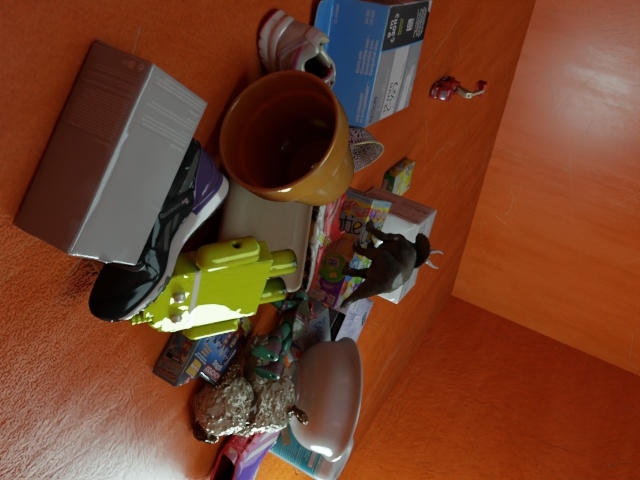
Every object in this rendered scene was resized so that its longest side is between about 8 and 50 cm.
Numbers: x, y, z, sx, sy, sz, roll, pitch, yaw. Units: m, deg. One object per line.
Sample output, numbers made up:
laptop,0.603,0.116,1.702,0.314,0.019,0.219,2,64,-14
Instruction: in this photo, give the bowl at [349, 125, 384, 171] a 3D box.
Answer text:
bowl,0.046,-0.205,1.298,0.170,0.170,0.080,16,53,-69

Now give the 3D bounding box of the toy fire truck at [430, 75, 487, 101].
toy fire truck,0.452,-0.488,1.933,0.192,0.135,0.047,-41,147,-48

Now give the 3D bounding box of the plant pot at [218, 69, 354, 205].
plant pot,-0.033,-0.145,0.990,0.205,0.205,0.188,-64,153,-6

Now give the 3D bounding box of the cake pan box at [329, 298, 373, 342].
cake pan box,0.070,0.286,1.924,0.245,0.070,0.267,-68,159,-1

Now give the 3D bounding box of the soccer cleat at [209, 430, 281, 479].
soccer cleat,-0.185,0.510,1.507,0.318,0.109,0.116,-63,148,-8

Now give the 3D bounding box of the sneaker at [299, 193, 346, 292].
sneaker,0.000,0.000,1.356,0.118,0.107,0.278,-4,119,-38

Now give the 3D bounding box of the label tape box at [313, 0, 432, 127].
label tape box,0.100,-0.377,1.245,0.348,0.115,0.249,-39,146,-53

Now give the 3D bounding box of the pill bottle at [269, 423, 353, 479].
pill bottle,-0.055,0.530,1.603,0.146,0.264,0.146,-51,155,-35

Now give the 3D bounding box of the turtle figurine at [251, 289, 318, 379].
turtle figurine,-0.081,0.174,1.288,0.234,0.118,0.175,-71,150,-44

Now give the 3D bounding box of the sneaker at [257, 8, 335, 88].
sneaker,-0.032,-0.269,1.040,0.103,0.111,0.252,-56,156,-27

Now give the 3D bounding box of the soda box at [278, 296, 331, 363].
soda box,-0.036,0.257,1.578,0.098,0.091,0.286,-37,148,-24

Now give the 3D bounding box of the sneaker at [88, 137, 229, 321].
sneaker,-0.248,-0.028,0.827,0.283,0.107,0.124,-62,147,-27

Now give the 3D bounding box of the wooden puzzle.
wooden puzzle,-0.098,-0.041,1.088,0.239,0.044,0.220,37,55,-53

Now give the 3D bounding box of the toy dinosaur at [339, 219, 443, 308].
toy dinosaur,0.152,0.049,1.349,0.313,0.160,0.121,-40,144,-45

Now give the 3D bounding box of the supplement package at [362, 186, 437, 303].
supplement package,0.189,0.010,1.728,0.145,0.204,0.261,-34,142,-53

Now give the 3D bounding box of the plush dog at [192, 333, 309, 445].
plush dog,-0.169,0.357,1.304,0.226,0.211,0.262,5,107,-40

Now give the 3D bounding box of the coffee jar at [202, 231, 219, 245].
coffee jar,-0.150,0.030,1.113,0.184,0.079,0.096,-11,118,-65

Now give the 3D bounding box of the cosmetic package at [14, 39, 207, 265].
cosmetic package,-0.249,-0.097,0.723,0.237,0.107,0.127,-63,159,-1

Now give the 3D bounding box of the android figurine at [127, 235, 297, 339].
android figurine,-0.176,0.081,0.969,0.273,0.056,0.248,-9,145,-28

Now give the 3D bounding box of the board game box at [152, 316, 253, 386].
board game box,-0.225,0.197,1.136,0.194,0.060,0.194,-56,157,-21

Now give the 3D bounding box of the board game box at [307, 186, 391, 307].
board game box,0.047,0.008,1.472,0.142,0.144,0.275,-1,112,-66

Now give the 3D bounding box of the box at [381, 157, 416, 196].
box,0.250,-0.193,1.890,0.179,0.043,0.105,-36,144,-49

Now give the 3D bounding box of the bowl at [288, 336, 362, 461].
bowl,-0.014,0.371,1.437,0.298,0.134,0.297,-168,-90,-76
